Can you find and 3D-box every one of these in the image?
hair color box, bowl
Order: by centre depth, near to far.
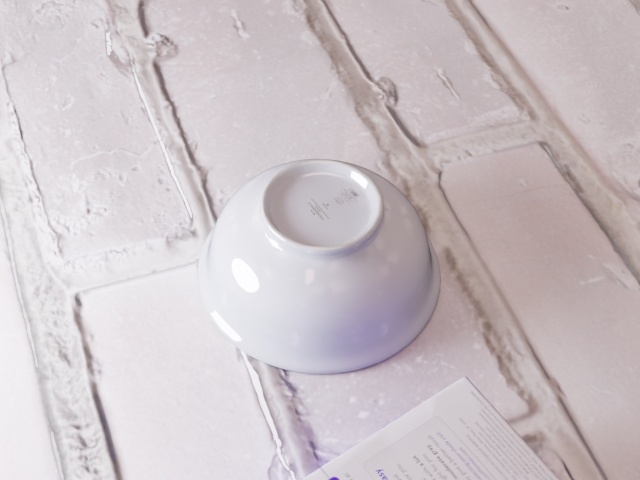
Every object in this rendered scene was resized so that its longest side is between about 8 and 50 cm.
[{"bbox_3d":[0.064,0.300,1.021,0.338,0.110,0.185,-27,57,-24],"label":"hair color box"},{"bbox_3d":[0.000,0.000,1.253,0.297,0.134,0.298,1,51,-1],"label":"bowl"}]
